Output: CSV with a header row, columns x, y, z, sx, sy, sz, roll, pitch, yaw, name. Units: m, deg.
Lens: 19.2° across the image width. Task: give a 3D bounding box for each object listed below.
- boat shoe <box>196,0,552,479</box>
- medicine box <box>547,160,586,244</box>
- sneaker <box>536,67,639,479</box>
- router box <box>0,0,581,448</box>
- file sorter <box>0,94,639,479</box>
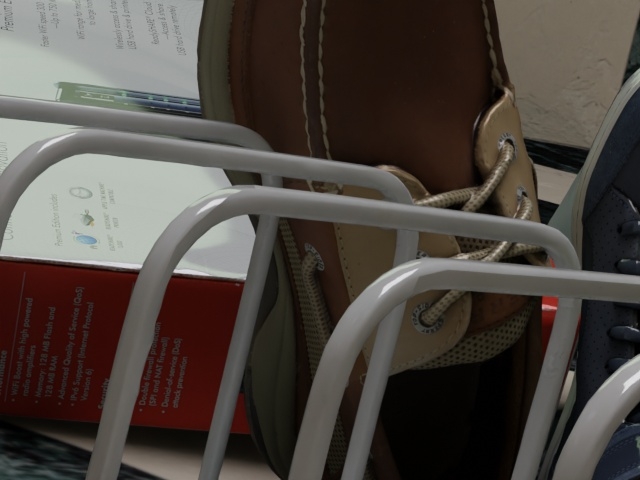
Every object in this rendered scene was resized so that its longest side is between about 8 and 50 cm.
x,y,z,sx,sy,sz,roll,pitch,yaw,name
0.038,-0.007,0.701,0.123,0.324,0.116,-29,46,-23,boat shoe
0.298,0.026,1.008,0.289,0.149,0.263,31,2,-8,medicine box
0.132,0.052,0.671,0.086,0.226,0.163,7,12,-3,sneaker
-0.060,-0.026,0.966,0.301,0.082,0.335,6,28,-15,router box
0.001,0.072,0.517,0.278,0.173,0.193,20,11,41,file sorter
